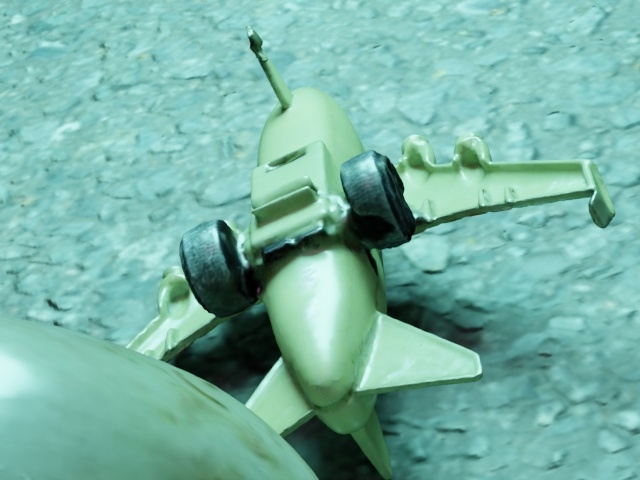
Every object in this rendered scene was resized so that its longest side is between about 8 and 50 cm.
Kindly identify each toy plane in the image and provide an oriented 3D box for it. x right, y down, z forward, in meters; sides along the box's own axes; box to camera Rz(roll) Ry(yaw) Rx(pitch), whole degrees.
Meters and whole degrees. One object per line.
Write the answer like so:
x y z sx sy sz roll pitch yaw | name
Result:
0.000 0.000 0.774 0.242 0.104 0.256 -25 39 13 | toy plane

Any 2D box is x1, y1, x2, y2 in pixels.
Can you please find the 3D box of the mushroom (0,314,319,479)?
-0.105 0.147 0.533 0.243 0.243 0.243 -10 35 7 | mushroom
